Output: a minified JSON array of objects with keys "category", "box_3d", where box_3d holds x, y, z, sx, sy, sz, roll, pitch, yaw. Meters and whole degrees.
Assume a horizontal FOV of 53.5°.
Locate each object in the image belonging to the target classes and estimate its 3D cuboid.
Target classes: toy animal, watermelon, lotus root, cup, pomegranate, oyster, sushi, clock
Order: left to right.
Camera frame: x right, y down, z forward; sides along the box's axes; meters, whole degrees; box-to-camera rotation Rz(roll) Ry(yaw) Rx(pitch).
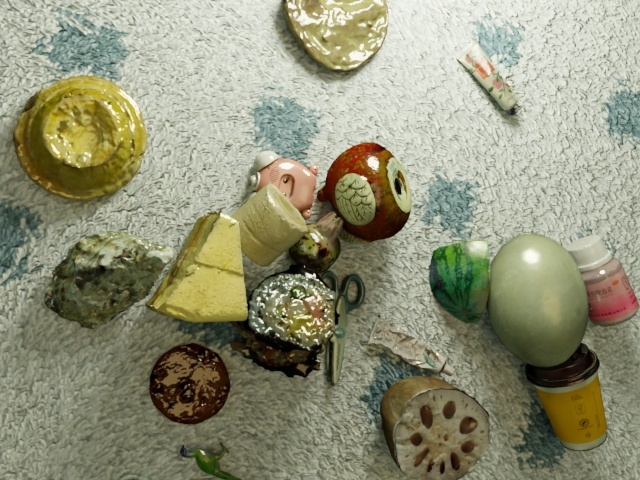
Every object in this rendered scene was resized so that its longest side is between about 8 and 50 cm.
[{"category":"oyster","box_3d":[-0.469,0.075,1.397,0.198,0.112,0.267,39,93,-13]},{"category":"toy animal","box_3d":[-0.229,0.530,1.510,0.217,0.041,0.075,34,79,-18]},{"category":"clock","box_3d":[-0.095,-0.131,1.558,0.162,0.093,0.165,10,85,-15]},{"category":"sushi","box_3d":[-0.078,0.203,1.501,0.239,0.218,0.225,30,51,19]},{"category":"pomegranate","box_3d":[-0.010,-0.003,1.548,0.138,0.126,0.163,-20,126,-57]},{"category":"lotus root","box_3d":[0.270,0.463,1.606,0.272,0.192,0.272,-3,99,-21]},{"category":"watermelon","box_3d":[0.367,0.111,1.703,0.146,0.128,0.230,3,89,-1]},{"category":"cup","box_3d":[0.690,0.427,1.755,0.197,0.196,0.279,-26,105,-18]}]

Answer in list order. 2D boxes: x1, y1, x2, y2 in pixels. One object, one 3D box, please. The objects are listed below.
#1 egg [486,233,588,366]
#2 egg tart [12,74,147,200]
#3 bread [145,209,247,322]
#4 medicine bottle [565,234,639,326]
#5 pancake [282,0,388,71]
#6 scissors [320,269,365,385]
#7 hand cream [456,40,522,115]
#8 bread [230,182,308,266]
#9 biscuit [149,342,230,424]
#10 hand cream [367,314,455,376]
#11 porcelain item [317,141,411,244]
[{"category":"egg","box_3d":[0.570,0.156,1.680,0.259,0.258,0.351,2,80,-19]},{"category":"egg tart","box_3d":[-0.529,-0.232,1.405,0.291,0.115,0.290,1,86,-18]},{"category":"bread","box_3d":[-0.284,0.052,1.395,0.199,0.263,0.235,2,88,-23]},{"category":"medicine bottle","box_3d":[0.800,0.114,1.820,0.147,0.147,0.247,-30,97,-17]},{"category":"pancake","box_3d":[0.037,-0.578,1.643,0.295,0.049,0.294,1,88,-22]},{"category":"scissors","box_3d":[0.043,0.223,1.612,0.138,0.041,0.288,8,84,-26]},{"category":"hand cream","box_3d":[0.482,-0.454,1.792,0.080,0.050,0.234,-42,94,-12]},{"category":"bread","box_3d":[-0.122,-0.033,1.466,0.141,0.134,0.148,-41,123,10]},{"category":"biscuit","box_3d":[-0.304,0.336,1.488,0.192,0.049,0.191,2,86,-22]},{"category":"hand cream","box_3d":[0.243,0.289,1.675,0.257,0.050,0.084,28,77,-9]},{"category":"porcelain item","box_3d":[0.098,-0.114,1.582,0.253,0.253,0.252,1,87,-19]}]
